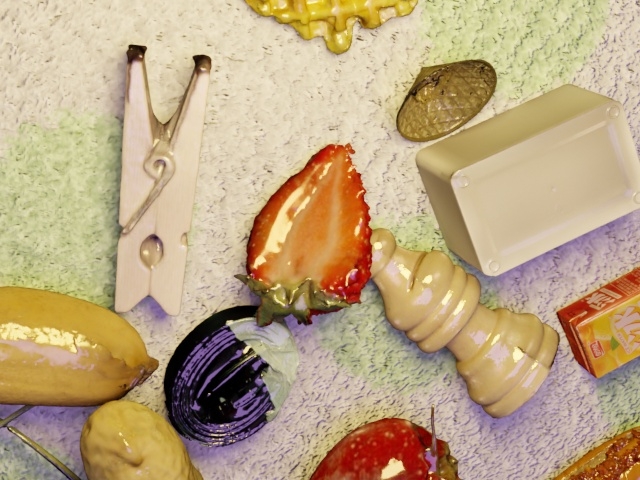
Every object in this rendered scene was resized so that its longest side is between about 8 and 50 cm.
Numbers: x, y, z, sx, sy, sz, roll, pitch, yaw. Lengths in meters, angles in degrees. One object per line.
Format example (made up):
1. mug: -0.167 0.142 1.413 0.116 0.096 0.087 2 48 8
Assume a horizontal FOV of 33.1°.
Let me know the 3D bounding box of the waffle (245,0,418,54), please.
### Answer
1. waffle: 0.022 -0.396 1.295 0.312 0.060 0.307 -45 112 1

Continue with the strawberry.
1. strawberry: -0.014 -0.005 1.373 0.175 0.098 0.228 -5 67 14

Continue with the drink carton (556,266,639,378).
1. drink carton: 0.459 0.098 1.533 0.223 0.071 0.096 -27 111 -5

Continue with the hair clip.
1. hair clip: -0.197 -0.069 1.319 0.101 0.085 0.330 3 111 -12

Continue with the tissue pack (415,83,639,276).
1. tissue pack: 0.276 -0.081 1.404 0.246 0.136 0.159 -24 110 -7

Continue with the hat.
1. hat: 0.147 -0.199 1.384 0.146 0.067 0.146 -22 150 -14

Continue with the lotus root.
1. lotus root: -0.350 0.131 1.310 0.303 0.131 0.146 9 108 -20

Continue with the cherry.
1. cherry: 0.074 0.347 1.453 0.250 0.175 0.192 -25 100 -4

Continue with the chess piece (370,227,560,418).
1. chess piece: 0.165 0.099 1.447 0.307 0.124 0.139 36 127 -16

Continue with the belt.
1. belt: -0.113 0.176 1.410 0.151 0.078 0.198 40 91 -18

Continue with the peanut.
1. peanut: -0.220 0.316 1.370 0.148 0.147 0.318 -25 133 -6

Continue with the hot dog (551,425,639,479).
1. hot dog: 0.410 0.360 1.578 0.249 0.102 0.076 -36 146 -2

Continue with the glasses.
1. glasses: -0.393 0.278 1.382 0.239 0.102 0.206 9 73 -16
